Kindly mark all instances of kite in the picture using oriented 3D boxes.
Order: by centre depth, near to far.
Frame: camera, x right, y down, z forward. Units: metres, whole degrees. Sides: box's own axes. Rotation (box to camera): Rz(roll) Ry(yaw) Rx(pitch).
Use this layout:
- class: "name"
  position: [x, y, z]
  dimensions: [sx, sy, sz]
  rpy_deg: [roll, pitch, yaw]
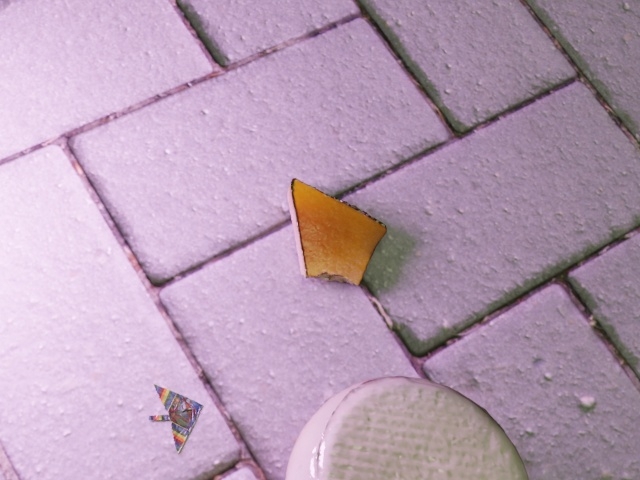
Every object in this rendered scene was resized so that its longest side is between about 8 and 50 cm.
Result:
- class: "kite"
  position: [-0.233, 0.282, 1.625]
  dimensions: [0.090, 0.004, 0.122]
  rpy_deg: [-12, 68, -17]

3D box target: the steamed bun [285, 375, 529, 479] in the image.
- class: "steamed bun"
  position: [0.118, 0.395, 1.504]
  dimensions: [0.374, 0.241, 0.374]
  rpy_deg: [11, 57, -18]

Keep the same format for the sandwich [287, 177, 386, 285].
- class: "sandwich"
  position: [0.000, 0.000, 1.773]
  dimensions: [0.193, 0.058, 0.162]
  rpy_deg: [28, 64, 0]
